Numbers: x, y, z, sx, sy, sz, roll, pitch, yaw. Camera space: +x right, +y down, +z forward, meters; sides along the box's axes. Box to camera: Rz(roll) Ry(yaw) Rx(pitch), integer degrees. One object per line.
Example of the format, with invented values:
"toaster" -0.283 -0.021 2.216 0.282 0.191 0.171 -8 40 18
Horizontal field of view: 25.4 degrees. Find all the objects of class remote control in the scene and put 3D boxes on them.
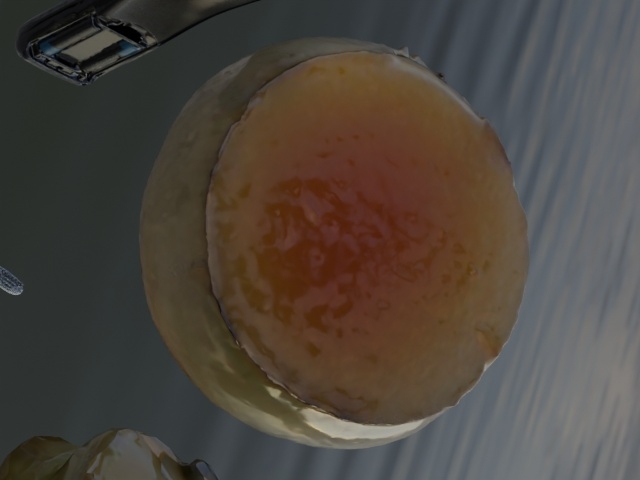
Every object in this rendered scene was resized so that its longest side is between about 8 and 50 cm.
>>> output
"remote control" -0.080 -0.129 0.753 0.059 0.212 0.028 29 56 -40

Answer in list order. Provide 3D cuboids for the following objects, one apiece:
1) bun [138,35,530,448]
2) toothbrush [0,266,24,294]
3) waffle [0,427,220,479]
"bun" 0.000 0.000 1.036 0.299 0.165 0.299 3 84 -32
"toothbrush" -0.407 -0.028 1.406 0.019 0.275 0.025 -55 -163 -10
"waffle" 0.006 0.246 0.301 0.376 0.114 0.261 49 39 -14
